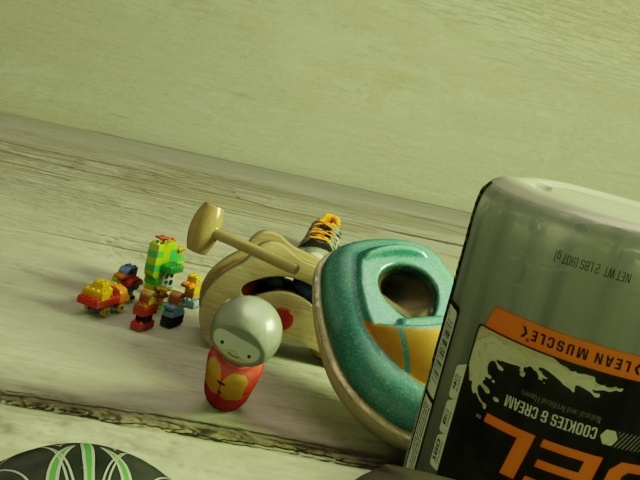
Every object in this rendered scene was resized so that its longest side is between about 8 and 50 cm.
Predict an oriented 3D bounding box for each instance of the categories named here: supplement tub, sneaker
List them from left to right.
[{"bbox_3d":[0.000,0.000,1.660,0.084,0.083,0.215,15,12,1],"label":"sneaker"},{"bbox_3d":[0.164,0.127,0.583,0.193,0.316,0.193,12,11,-2],"label":"supplement tub"}]

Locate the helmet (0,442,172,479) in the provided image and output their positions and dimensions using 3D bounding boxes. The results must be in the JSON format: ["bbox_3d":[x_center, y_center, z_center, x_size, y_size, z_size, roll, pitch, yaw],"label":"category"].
[{"bbox_3d":[-0.117,0.179,0.384,0.169,0.162,0.169,13,11,-2],"label":"helmet"}]

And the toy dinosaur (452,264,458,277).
[{"bbox_3d":[0.242,0.106,1.334,0.295,0.127,0.200,-4,27,-42],"label":"toy dinosaur"}]

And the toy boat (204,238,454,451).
[{"bbox_3d":[0.036,0.103,0.877,0.318,0.148,0.267,-5,51,-24],"label":"toy boat"}]

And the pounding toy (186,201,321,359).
[{"bbox_3d":[-0.063,0.082,1.040,0.269,0.154,0.155,31,7,-13],"label":"pounding toy"}]

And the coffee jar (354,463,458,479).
[{"bbox_3d":[0.028,0.201,0.386,0.079,0.184,0.096,13,11,-3],"label":"coffee jar"}]

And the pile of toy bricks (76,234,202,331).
[{"bbox_3d":[-0.214,0.041,1.124,0.118,0.105,0.212,17,12,19],"label":"pile of toy bricks"}]
